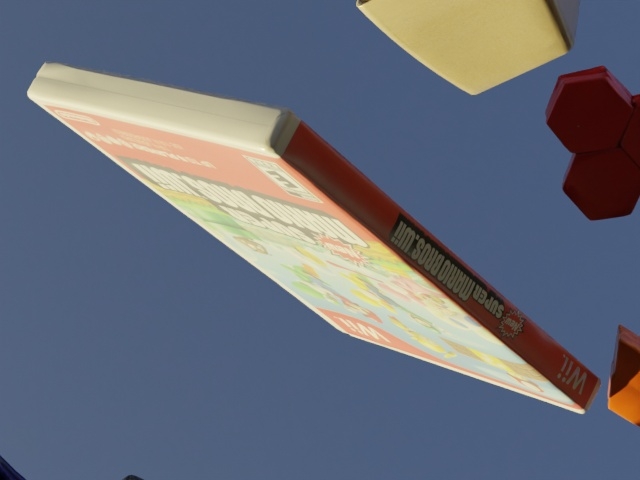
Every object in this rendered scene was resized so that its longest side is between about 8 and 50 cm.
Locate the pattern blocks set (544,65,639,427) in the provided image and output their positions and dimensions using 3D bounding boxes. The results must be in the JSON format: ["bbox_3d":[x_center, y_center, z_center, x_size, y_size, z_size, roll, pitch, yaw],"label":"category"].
[{"bbox_3d":[0.282,0.025,0.874,0.285,0.026,0.325,-16,-67,14],"label":"pattern blocks set"}]

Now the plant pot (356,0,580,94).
[{"bbox_3d":[0.100,-0.154,1.002,0.109,0.109,0.096,-24,-61,29],"label":"plant pot"}]

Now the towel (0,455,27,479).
[{"bbox_3d":[-0.199,0.111,0.448,0.308,0.076,0.227,-43,-111,27],"label":"towel"}]

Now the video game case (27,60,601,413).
[{"bbox_3d":[0.000,0.000,0.888,0.285,0.204,0.025,38,-105,-41],"label":"video game case"}]

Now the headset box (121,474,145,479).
[{"bbox_3d":[-0.072,0.336,1.075,0.246,0.283,0.131,31,-57,-19],"label":"headset box"}]
